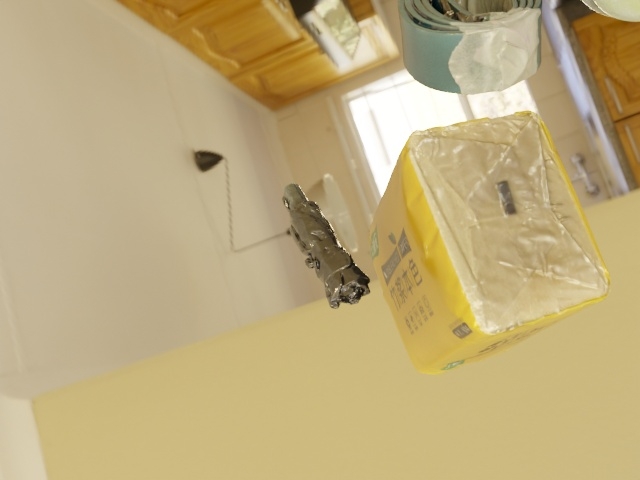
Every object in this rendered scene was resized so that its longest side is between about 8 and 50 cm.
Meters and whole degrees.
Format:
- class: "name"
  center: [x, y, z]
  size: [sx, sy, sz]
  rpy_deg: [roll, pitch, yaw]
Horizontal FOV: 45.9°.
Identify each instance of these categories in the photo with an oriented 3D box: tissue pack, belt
- class: "tissue pack"
  center: [0.224, 0.022, 1.144]
  size: [0.382, 0.228, 0.293]
  rpy_deg: [102, 150, -72]
- class: "belt"
  center: [0.331, -0.473, 1.681]
  size: [0.436, 0.300, 0.173]
  rpy_deg: [-101, -1, -53]

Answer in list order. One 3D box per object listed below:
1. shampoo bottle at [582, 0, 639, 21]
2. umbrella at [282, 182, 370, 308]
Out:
- class: "shampoo bottle"
  center: [0.764, -0.708, 1.826]
  size: [0.317, 0.322, 0.322]
  rpy_deg: [-79, -33, -46]
- class: "umbrella"
  center: [0.000, 0.000, 1.131]
  size: [0.059, 0.066, 0.235]
  rpy_deg: [101, 150, -43]
